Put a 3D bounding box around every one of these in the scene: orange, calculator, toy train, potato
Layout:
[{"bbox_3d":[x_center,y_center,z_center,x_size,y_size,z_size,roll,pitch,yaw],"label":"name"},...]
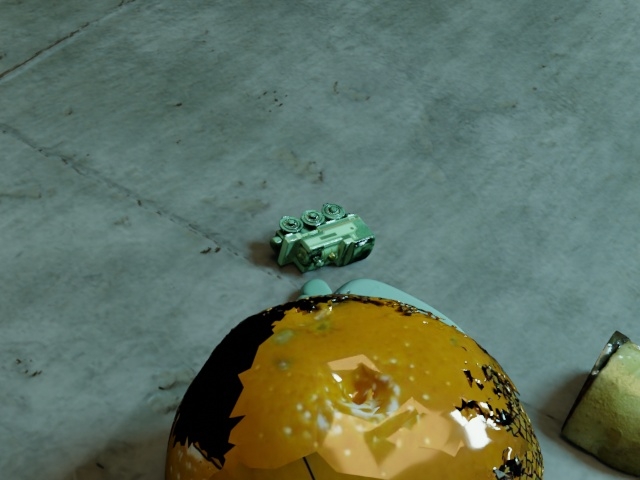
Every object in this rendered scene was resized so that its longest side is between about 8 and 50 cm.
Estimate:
[{"bbox_3d":[0.019,0.140,0.760,0.234,0.182,0.234,5,53,-7],"label":"orange"},{"bbox_3d":[0.050,0.071,0.963,0.153,0.021,0.095,28,41,11],"label":"calculator"},{"bbox_3d":[0.000,0.000,1.023,0.083,0.033,0.053,-19,53,-34],"label":"toy train"},{"bbox_3d":[0.249,0.126,0.927,0.103,0.066,0.096,30,45,14],"label":"potato"}]
